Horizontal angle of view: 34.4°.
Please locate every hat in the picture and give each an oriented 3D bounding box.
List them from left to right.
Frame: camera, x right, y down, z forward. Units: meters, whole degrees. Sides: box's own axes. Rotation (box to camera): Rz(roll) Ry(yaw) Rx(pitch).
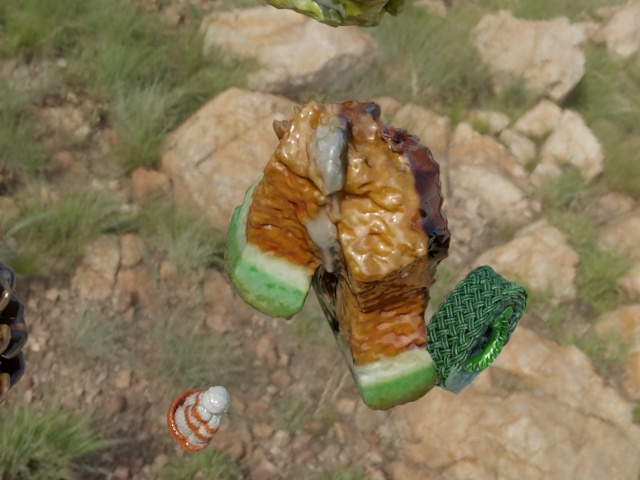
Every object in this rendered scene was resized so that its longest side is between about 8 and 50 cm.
[{"bbox_3d":[-0.198,0.297,1.794,0.093,0.162,0.112,20,58,-29],"label":"hat"}]

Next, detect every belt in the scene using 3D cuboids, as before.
[{"bbox_3d":[0.175,0.106,1.157,0.079,0.121,0.151,37,77,27],"label":"belt"}]

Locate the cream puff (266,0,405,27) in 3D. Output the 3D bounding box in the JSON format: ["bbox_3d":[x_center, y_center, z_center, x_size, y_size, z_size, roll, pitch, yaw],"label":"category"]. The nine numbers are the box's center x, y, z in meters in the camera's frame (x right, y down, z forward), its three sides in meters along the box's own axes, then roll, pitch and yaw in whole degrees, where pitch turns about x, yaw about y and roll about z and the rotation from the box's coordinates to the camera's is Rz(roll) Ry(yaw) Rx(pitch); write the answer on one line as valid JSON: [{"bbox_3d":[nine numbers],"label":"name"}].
[{"bbox_3d":[0.026,-0.296,0.797,0.185,0.282,0.282,-21,57,-12],"label":"cream puff"}]

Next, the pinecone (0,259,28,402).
[{"bbox_3d":[-0.579,0.104,1.380,0.384,0.384,0.384,18,40,-16],"label":"pinecone"}]

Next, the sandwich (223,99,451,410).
[{"bbox_3d":[0.000,0.000,0.846,0.162,0.301,0.250,-19,62,-11],"label":"sandwich"}]
